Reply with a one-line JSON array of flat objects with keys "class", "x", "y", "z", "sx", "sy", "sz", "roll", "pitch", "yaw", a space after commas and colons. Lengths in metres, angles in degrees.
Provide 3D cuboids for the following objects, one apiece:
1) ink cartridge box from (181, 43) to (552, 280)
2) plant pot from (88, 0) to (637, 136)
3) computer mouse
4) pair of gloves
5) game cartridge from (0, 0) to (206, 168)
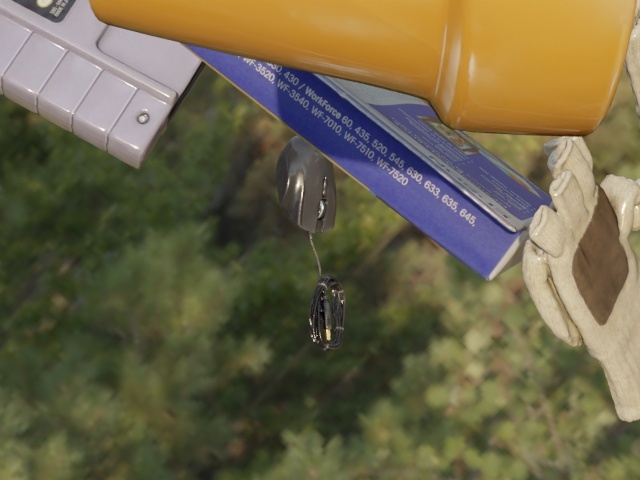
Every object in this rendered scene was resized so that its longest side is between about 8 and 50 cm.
[{"class": "ink cartridge box", "x": 0.039, "y": -0.084, "z": 1.171, "sx": 0.072, "sy": 0.303, "sz": 0.307, "roll": -54, "pitch": -11, "yaw": 14}, {"class": "plant pot", "x": 0.010, "y": -0.142, "z": 0.560, "sx": 0.205, "sy": 0.188, "sz": 0.205, "roll": -179, "pitch": 90, "yaw": -90}, {"class": "computer mouse", "x": 0.000, "y": 0.000, "z": 1.644, "sx": 0.041, "sy": 0.242, "sz": 0.071, "roll": -16, "pitch": -8, "yaw": 41}, {"class": "pair of gloves", "x": 0.203, "y": -0.028, "z": 0.972, "sx": 0.042, "sy": 0.204, "sz": 0.240, "roll": 7, "pitch": 57, "yaw": 40}, {"class": "game cartridge", "x": -0.180, "y": -0.267, "z": 1.422, "sx": 0.355, "sy": 0.230, "sz": 0.068, "roll": -61, "pitch": 1, "yaw": -20}]
